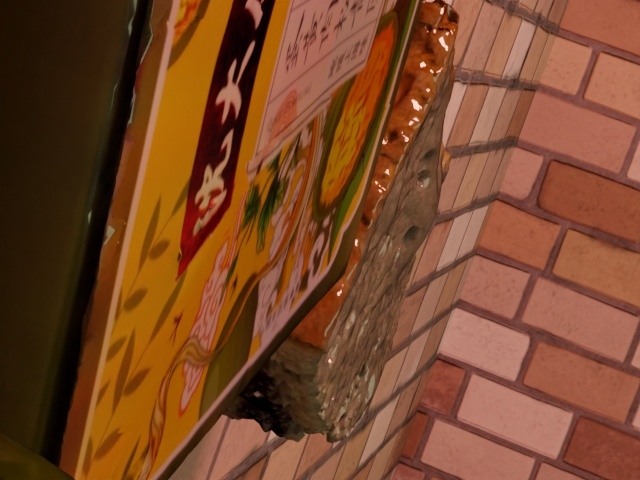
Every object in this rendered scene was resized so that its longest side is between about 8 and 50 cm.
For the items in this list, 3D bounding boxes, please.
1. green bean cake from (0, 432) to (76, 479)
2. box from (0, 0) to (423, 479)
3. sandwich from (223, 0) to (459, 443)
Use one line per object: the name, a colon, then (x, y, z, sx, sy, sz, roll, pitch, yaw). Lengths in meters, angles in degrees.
green bean cake: (-0.136, 0.165, 0.327, 0.335, 0.319, 0.218, -48, 154, -71)
box: (-0.058, -0.104, 0.656, 0.420, 0.138, 0.373, -46, 155, -65)
sandwich: (0.000, -0.001, 1.139, 0.325, 0.131, 0.262, 85, 27, -69)
